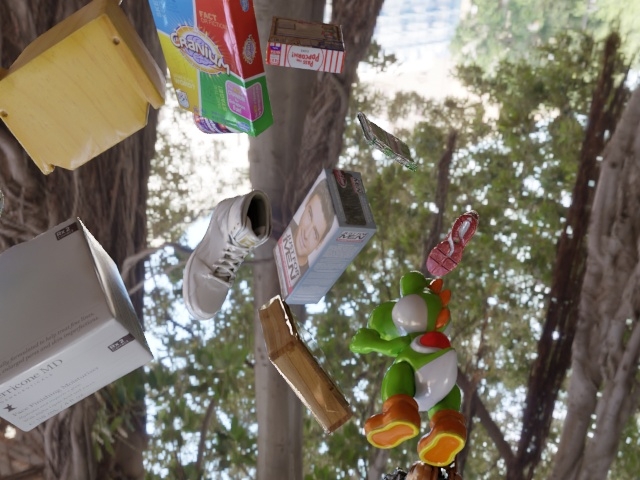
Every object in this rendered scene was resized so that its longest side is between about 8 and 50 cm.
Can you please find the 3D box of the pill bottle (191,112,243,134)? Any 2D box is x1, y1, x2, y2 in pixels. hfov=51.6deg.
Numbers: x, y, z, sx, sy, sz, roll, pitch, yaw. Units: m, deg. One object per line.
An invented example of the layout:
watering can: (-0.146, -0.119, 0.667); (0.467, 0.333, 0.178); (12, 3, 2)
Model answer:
pill bottle: (-0.226, -0.320, 1.655); (0.193, 0.108, 0.108); (6, -159, 44)

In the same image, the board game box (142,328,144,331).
board game box: (-0.419, 0.087, 1.007); (0.281, 0.027, 0.145); (31, 164, -33)

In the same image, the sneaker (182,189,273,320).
sneaker: (-0.194, 0.024, 1.406); (0.108, 0.293, 0.169); (25, 158, -29)

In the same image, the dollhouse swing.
dollhouse swing: (-0.556, -0.393, 1.594); (0.346, 0.315, 0.305); (-28, -161, 12)

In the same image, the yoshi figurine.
yoshi figurine: (0.160, 0.225, 1.216); (0.202, 0.204, 0.362); (-8, -138, 16)

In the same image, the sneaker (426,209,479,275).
sneaker: (0.404, 0.005, 1.947); (0.087, 0.221, 0.128); (42, -149, 12)

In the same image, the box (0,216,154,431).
box: (-0.332, 0.100, 0.816); (0.180, 0.119, 0.182); (-30, -126, -7)

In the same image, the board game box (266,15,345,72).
board game box: (-0.030, -0.392, 1.312); (0.146, 0.045, 0.194); (6, -147, -4)

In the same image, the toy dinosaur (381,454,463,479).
toy dinosaur: (0.198, 0.453, 1.166); (0.164, 0.218, 0.322); (38, -123, 12)

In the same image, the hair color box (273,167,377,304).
hair color box: (0.000, 0.000, 1.755); (0.113, 0.374, 0.185); (4, -126, -27)

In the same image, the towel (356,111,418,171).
towel: (0.151, -0.222, 1.474); (0.152, 0.023, 0.113); (25, -146, -33)

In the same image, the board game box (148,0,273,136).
board game box: (-0.228, -0.391, 1.366); (0.242, 0.317, 0.064); (24, -128, 29)

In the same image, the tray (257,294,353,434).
tray: (-0.044, 0.259, 1.487); (0.076, 0.203, 0.411); (-36, -170, -3)

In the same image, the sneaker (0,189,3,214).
sneaker: (-0.438, 0.031, 0.723); (0.126, 0.091, 0.240); (7, -117, 48)
